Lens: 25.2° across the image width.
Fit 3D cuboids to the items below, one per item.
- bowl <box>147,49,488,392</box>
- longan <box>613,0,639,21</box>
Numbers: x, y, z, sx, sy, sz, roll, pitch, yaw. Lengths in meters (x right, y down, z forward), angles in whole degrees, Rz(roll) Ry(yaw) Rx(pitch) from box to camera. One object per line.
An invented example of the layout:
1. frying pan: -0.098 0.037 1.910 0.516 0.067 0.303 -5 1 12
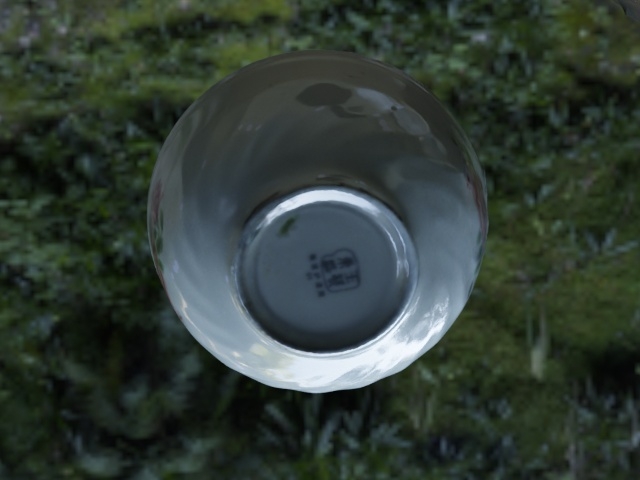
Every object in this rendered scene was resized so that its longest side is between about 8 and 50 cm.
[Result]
1. bowl: 0.000 0.000 1.098 0.277 0.277 0.145 -2 -162 -1
2. longan: 0.493 -0.377 1.563 0.404 0.436 0.404 -41 166 -12
